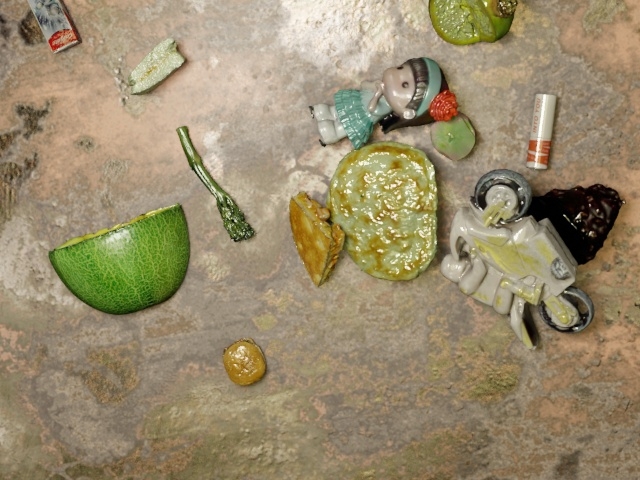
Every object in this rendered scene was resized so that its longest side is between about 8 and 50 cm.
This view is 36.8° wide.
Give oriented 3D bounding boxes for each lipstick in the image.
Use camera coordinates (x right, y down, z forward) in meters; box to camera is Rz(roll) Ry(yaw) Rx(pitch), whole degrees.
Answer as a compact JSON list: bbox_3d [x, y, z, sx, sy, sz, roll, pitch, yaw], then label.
[{"bbox_3d":[0.388,-0.191,1.691,0.038,0.038,0.130,6,98,3],"label":"lipstick"}]

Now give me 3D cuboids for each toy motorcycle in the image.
[{"bbox_3d":[0.324,0.045,1.679,0.223,0.108,0.340,-26,108,30],"label":"toy motorcycle"}]

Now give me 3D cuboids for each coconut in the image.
[{"bbox_3d":[0.232,-0.183,1.683,0.082,0.081,0.083,23,108,13],"label":"coconut"}]

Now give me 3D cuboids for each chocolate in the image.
[{"bbox_3d":[0.458,-0.048,1.675,0.133,0.156,0.156,-37,94,-14],"label":"chocolate"}]

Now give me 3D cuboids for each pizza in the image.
[{"bbox_3d":[0.000,0.000,1.707,0.046,0.134,0.175,-21,110,-30],"label":"pizza"}]

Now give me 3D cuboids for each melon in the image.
[{"bbox_3d":[-0.354,0.056,1.730,0.265,0.129,0.169,-20,99,5],"label":"melon"}]

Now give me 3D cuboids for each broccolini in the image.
[{"bbox_3d":[-0.195,-0.102,1.743,0.054,0.051,0.239,-31,89,-37],"label":"broccolini"}]

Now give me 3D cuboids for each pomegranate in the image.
[{"bbox_3d":[0.271,-0.404,1.618,0.122,0.169,0.143,-46,113,-34],"label":"pomegranate"}]

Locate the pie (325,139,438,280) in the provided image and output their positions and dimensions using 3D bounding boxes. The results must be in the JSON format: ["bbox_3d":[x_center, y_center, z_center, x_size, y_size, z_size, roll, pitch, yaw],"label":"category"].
[{"bbox_3d":[0.112,-0.053,1.704,0.201,0.090,0.248,2,99,16],"label":"pie"}]

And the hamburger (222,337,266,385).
[{"bbox_3d":[-0.141,0.225,1.779,0.076,0.044,0.083,-31,97,8],"label":"hamburger"}]

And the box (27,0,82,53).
[{"bbox_3d":[-0.497,-0.442,1.712,0.055,0.039,0.218,-25,96,5],"label":"box"}]

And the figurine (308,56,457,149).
[{"bbox_3d":[0.110,-0.227,1.663,0.246,0.110,0.138,-19,63,11],"label":"figurine"}]

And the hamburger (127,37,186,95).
[{"bbox_3d":[-0.295,-0.298,1.697,0.121,0.084,0.054,-46,101,-10],"label":"hamburger"}]
